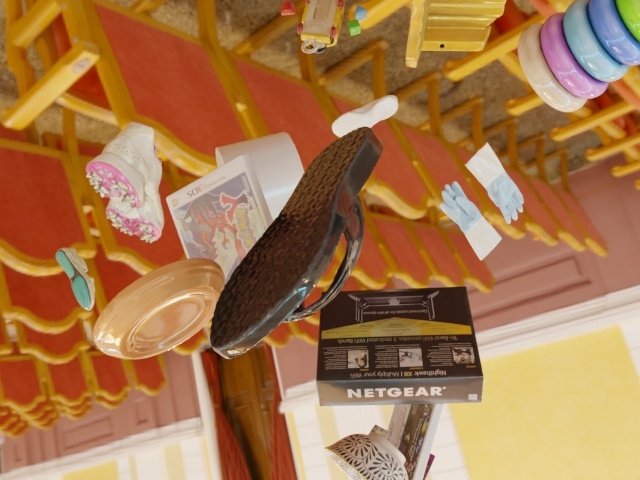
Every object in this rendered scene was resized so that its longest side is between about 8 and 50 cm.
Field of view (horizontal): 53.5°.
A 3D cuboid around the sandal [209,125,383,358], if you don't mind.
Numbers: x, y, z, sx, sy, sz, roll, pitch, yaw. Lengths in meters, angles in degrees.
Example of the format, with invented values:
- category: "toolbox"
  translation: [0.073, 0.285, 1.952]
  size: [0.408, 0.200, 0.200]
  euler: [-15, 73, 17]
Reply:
- category: "sandal"
  translation: [0.002, -0.002, 0.882]
  size: [0.168, 0.445, 0.107]
  euler: [-20, 119, 42]

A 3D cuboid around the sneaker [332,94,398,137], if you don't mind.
- category: "sneaker"
  translation: [0.137, -0.376, 1.913]
  size: [0.212, 0.080, 0.094]
  euler: [-21, -158, 17]

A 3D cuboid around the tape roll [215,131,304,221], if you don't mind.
- category: "tape roll"
  translation: [-0.136, -0.119, 1.499]
  size: [0.169, 0.246, 0.246]
  euler: [-16, 164, -13]

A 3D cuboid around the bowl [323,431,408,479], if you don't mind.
- category: "bowl"
  translation: [0.095, 0.387, 1.099]
  size: [0.080, 0.170, 0.170]
  euler: [-46, 172, -18]

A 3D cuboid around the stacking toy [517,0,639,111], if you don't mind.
- category: "stacking toy"
  translation: [0.427, -0.302, 0.815]
  size: [0.141, 0.141, 0.330]
  euler: [1, 159, -39]

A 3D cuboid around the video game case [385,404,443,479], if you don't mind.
- category: "video game case"
  translation: [0.189, 0.386, 1.313]
  size: [0.022, 0.190, 0.173]
  euler: [12, -171, -15]

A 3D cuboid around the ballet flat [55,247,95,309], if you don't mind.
- category: "ballet flat"
  translation: [-0.564, 0.085, 1.499]
  size: [0.057, 0.168, 0.052]
  euler: [-37, 168, 31]

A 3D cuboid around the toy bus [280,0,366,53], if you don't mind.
- category: "toy bus"
  translation: [0.004, -0.550, 1.644]
  size: [0.202, 0.191, 0.104]
  euler: [-32, 155, -11]

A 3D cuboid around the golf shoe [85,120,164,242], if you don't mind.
- category: "golf shoe"
  translation: [-0.328, -0.097, 1.161]
  size: [0.115, 0.140, 0.306]
  euler: [22, 157, 1]

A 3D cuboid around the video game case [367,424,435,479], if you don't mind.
- category: "video game case"
  translation: [0.215, 0.654, 1.874]
  size: [0.210, 0.041, 0.232]
  euler: [24, -162, 17]

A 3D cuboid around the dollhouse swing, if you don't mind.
- category: "dollhouse swing"
  translation: [0.369, -0.632, 1.632]
  size: [0.315, 0.305, 0.346]
  euler: [0, 132, -3]

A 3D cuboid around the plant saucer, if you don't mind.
- category: "plant saucer"
  translation: [-0.217, 0.104, 0.891]
  size: [0.200, 0.037, 0.200]
  euler: [-32, 156, -16]

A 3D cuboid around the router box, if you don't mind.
- category: "router box"
  translation: [0.151, 0.204, 1.259]
  size: [0.309, 0.243, 0.081]
  euler: [-2, 128, 6]

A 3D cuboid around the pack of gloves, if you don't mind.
- category: "pack of gloves"
  translation: [0.401, -0.099, 1.601]
  size: [0.195, 0.232, 0.046]
  euler: [-45, -155, -7]

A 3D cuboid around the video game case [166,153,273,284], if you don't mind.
- category: "video game case"
  translation: [-0.152, -0.010, 1.017]
  size: [0.183, 0.201, 0.023]
  euler: [-23, 175, 33]
